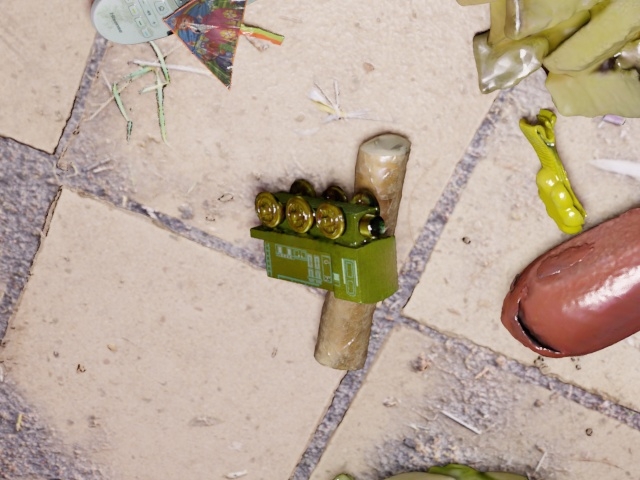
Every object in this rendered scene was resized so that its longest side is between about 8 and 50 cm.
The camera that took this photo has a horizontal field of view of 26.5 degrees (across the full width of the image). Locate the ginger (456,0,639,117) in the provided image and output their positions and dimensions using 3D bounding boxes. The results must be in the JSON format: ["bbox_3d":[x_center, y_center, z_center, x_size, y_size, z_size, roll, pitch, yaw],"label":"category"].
[{"bbox_3d":[0.338,-0.268,1.601,0.413,0.211,0.358,21,119,-5],"label":"ginger"}]

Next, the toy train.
[{"bbox_3d":[0.000,0.000,1.786,0.225,0.090,0.137,11,112,46],"label":"toy train"}]

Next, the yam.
[{"bbox_3d":[0.056,0.021,1.851,0.081,0.081,0.356,11,116,1],"label":"yam"}]

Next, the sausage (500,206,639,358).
[{"bbox_3d":[0.372,0.059,1.792,0.280,0.152,0.152,-29,110,19],"label":"sausage"}]

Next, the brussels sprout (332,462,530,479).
[{"bbox_3d":[0.167,0.522,1.936,0.425,0.342,0.361,-3,110,20],"label":"brussels sprout"}]

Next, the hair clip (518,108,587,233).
[{"bbox_3d":[0.306,-0.083,1.773,0.046,0.072,0.173,-25,115,-11],"label":"hair clip"}]

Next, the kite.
[{"bbox_3d":[-0.122,-0.269,1.734,0.159,0.010,0.190,3,132,-14],"label":"kite"}]

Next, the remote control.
[{"bbox_3d":[-0.170,-0.315,1.723,0.256,0.045,0.097,-15,129,10],"label":"remote control"}]
